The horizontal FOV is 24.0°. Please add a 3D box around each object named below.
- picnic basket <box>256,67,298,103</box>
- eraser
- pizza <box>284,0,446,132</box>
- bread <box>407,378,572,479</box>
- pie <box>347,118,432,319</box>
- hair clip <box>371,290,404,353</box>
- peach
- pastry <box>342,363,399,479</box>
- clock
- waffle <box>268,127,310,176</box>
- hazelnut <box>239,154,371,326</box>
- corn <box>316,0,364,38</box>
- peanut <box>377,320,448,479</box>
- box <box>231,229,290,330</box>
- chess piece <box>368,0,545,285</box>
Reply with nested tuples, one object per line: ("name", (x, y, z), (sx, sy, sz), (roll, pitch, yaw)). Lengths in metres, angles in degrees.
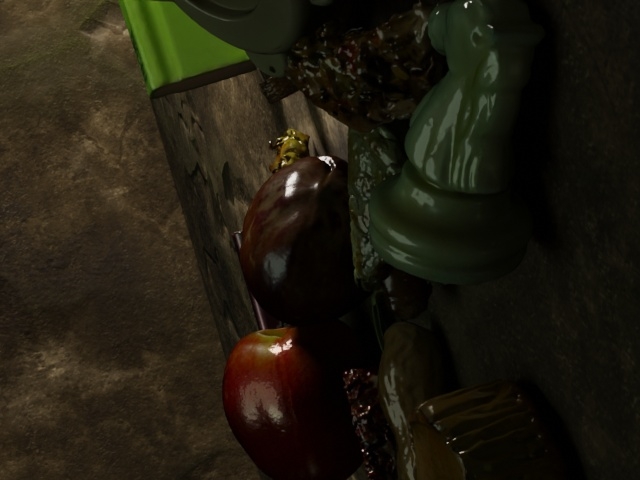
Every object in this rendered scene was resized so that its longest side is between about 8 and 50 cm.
("picnic basket", (-0.069, -0.258, 2.308), (0.083, 0.072, 0.072), (63, 168, -6))
("eraser", (-0.227, -0.396, 2.514), (0.092, 0.210, 0.274), (134, 117, -76))
("pizza", (0.066, -0.183, 1.684), (0.226, 0.069, 0.147), (-9, 134, 39))
("bread", (0.199, 0.289, 1.727), (0.227, 0.142, 0.254), (-130, 30, -63))
("pie", (0.076, -0.063, 1.892), (0.257, 0.105, 0.274), (-107, 10, -48))
("hair clip", (0.109, 0.146, 2.110), (0.033, 0.060, 0.188), (112, 148, -43))
("peach", (-0.017, 0.261, 2.350), (0.245, 0.248, 0.275), (-164, 53, -77))
("pastry", (0.100, 0.281, 2.215), (0.115, 0.097, 0.209), (98, 156, -87))
("clock", (-0.102, -0.355, 1.746), (0.309, 0.114, 0.284), (45, 147, 3))
("waffle", (-0.048, -0.023, 2.352), (0.325, 0.068, 0.302), (-120, 30, -84))
("hazelnut", (0.000, 0.000, 2.076), (0.218, 0.218, 0.234), (89, -178, -50))
("corn", (0.009, -0.302, 1.874), (0.313, 0.102, 0.102), (102, 149, -62))
("peanut", (0.139, 0.234, 1.992), (0.101, 0.117, 0.263), (5, -114, -61))
("box", (-0.070, 0.077, 2.635), (0.069, 0.120, 0.224), (-171, 64, -80))
("chess piece", (0.144, -0.119, 1.488), (0.176, 0.175, 0.298), (-124, 35, -52))
